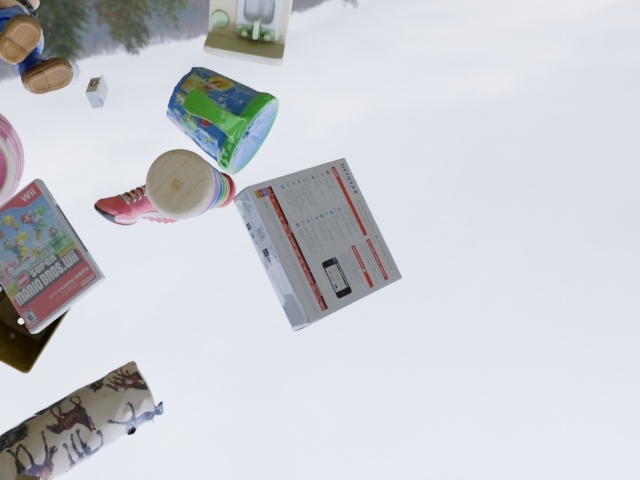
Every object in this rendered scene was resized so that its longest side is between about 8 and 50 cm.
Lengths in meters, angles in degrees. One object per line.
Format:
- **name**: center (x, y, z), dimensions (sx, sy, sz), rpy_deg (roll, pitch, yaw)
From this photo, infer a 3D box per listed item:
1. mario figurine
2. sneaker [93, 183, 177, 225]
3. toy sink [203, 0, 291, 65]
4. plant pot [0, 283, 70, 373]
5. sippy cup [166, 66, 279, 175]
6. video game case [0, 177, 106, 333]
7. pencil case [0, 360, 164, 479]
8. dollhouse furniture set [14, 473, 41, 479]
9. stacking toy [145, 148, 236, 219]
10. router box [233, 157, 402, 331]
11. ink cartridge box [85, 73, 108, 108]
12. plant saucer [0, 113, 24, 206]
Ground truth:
- **mario figurine**: center (-0.526, -0.390, 1.082), dimensions (0.170, 0.198, 0.320), rpy_deg (-13, -139, -37)
- **sneaker**: center (-0.570, -0.135, 1.951), dimensions (0.116, 0.136, 0.314), rpy_deg (39, -153, 30)
- **toy sink**: center (-0.132, -0.459, 1.184), dimensions (0.152, 0.131, 0.234), rpy_deg (9, -138, -4)
- **plant pot**: center (-0.766, 0.183, 1.572), dimensions (0.212, 0.212, 0.187), rpy_deg (-59, -169, -6)
- **sippy cup**: center (-0.260, -0.322, 1.574), dimensions (0.224, 0.305, 0.240), rpy_deg (33, -119, 3)
- **video game case**: center (-0.631, 0.032, 1.365), dimensions (0.204, 0.285, 0.025), rpy_deg (-37, 169, 4)
- **pencil case**: center (-0.587, 0.464, 1.467), dimensions (0.410, 0.183, 0.160), rpy_deg (-29, -164, -38)
- **dollhouse furniture set**: center (-0.649, 0.545, 1.115), dimensions (0.242, 0.212, 0.161), rpy_deg (12, -147, -8)
- **stacking toy**: center (-0.264, -0.114, 1.362), dimensions (0.141, 0.141, 0.330), rpy_deg (-7, 180, 5)
- **router box**: center (0.000, 0.000, 1.438), dimensions (0.301, 0.335, 0.082), rpy_deg (-21, 174, -37)
- **ink cartridge box**: center (-0.553, -0.371, 1.522), dimensions (0.028, 0.048, 0.083), rpy_deg (-7, -135, 3)
- **plant saucer**: center (-0.869, -0.175, 1.455), dimensions (0.332, 0.332, 0.084), rpy_deg (-29, -138, -31)
